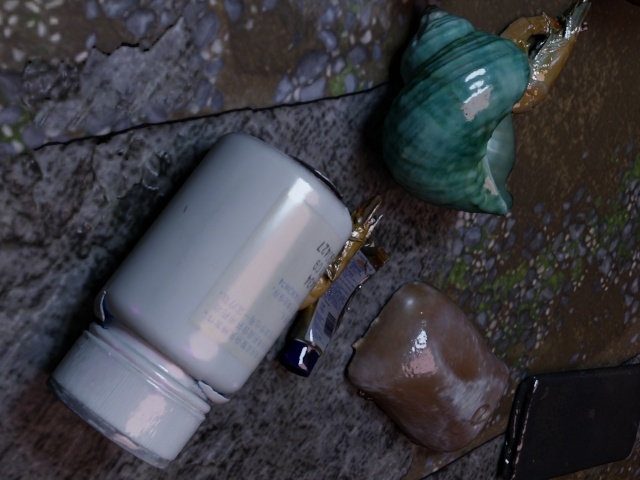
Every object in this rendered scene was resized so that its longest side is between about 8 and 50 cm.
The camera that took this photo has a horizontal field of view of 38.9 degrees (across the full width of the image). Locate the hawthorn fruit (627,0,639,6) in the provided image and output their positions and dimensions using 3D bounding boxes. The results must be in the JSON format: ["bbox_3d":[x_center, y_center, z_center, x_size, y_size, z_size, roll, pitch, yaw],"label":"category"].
[{"bbox_3d":[0.433,-0.358,0.980,0.210,0.262,0.210,0,90,-50],"label":"hawthorn fruit"}]

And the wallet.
[{"bbox_3d":[0.388,0.269,1.364,0.321,0.044,0.170,2,105,-40],"label":"wallet"}]

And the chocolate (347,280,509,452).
[{"bbox_3d":[0.148,0.163,1.068,0.161,0.083,0.261,-57,134,-11],"label":"chocolate"}]

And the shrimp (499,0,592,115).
[{"bbox_3d":[0.248,-0.221,1.036,0.180,0.041,0.099,-46,118,-16],"label":"shrimp"}]

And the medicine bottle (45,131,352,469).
[{"bbox_3d":[-0.098,0.048,0.750,0.258,0.143,0.143,-54,134,-13],"label":"medicine bottle"}]

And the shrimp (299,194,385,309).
[{"bbox_3d":[-0.004,-0.002,0.899,0.162,0.045,0.095,-47,111,-11],"label":"shrimp"}]

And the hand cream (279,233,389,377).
[{"bbox_3d":[0.014,0.066,0.941,0.163,0.039,0.062,-56,133,-18],"label":"hand cream"}]

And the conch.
[{"bbox_3d":[0.135,-0.128,0.905,0.196,0.134,0.202,-30,129,-70],"label":"conch"}]
